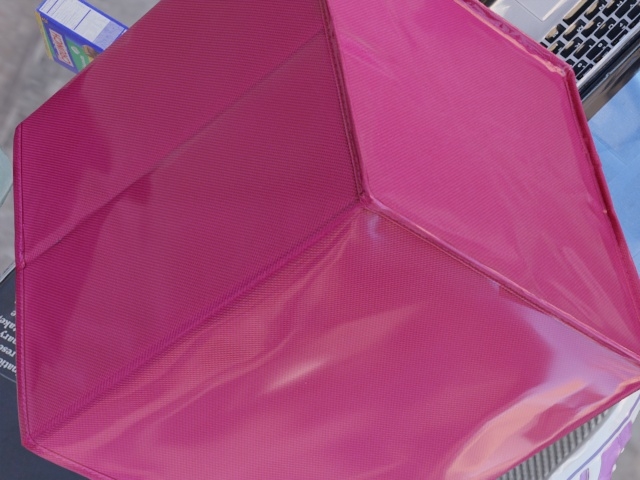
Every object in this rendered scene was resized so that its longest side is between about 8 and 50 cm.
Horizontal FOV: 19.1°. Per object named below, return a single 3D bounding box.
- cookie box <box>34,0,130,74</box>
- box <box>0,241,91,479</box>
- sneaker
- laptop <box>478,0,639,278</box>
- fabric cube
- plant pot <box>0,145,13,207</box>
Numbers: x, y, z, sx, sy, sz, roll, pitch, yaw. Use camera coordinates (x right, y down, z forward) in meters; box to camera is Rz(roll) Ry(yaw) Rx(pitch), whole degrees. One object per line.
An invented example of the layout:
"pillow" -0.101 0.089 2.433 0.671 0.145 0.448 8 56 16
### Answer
"cookie box" -0.225 -0.193 1.886 0.040 0.107 0.092 -52 163 -19
"box" -0.230 0.262 2.029 0.472 0.297 0.480 -49 156 -34
"sneaker" 0.264 0.272 1.967 0.161 0.102 0.282 43 81 -26
"laptop" 0.305 -0.110 1.522 0.382 0.236 0.408 -46 157 11
"fabric cube" 0.000 0.000 1.101 0.254 0.259 0.258 29 126 -36
"plant pot" -0.368 -0.051 1.255 0.248 0.252 0.247 -24 111 2
